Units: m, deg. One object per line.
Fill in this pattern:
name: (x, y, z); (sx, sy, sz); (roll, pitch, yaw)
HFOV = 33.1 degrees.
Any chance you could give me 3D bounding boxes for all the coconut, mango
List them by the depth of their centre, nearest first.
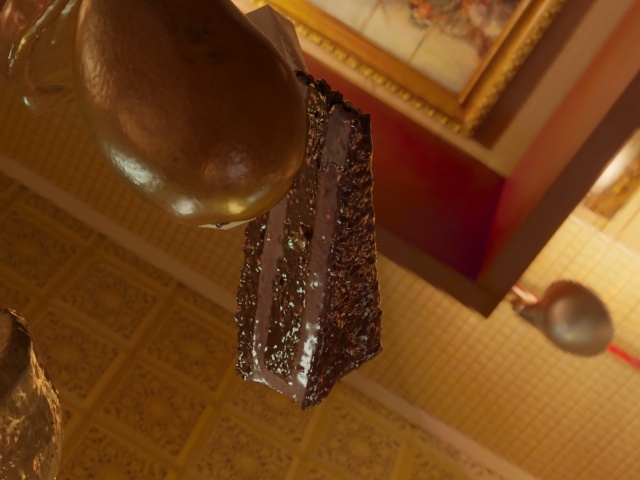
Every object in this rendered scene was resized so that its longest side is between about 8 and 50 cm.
mango: (-0.103, -0.108, 0.782); (0.221, 0.151, 0.120); (48, -165, 13)
coconut: (-0.422, 0.208, 1.147); (0.297, 0.255, 0.297); (1, -144, -1)

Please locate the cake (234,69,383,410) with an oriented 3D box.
cake: (0.000, 0.000, 0.927); (0.112, 0.295, 0.116); (-21, -141, -37)

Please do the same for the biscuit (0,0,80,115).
biscuit: (-0.202, -0.286, 1.226); (0.385, 0.365, 0.062); (-42, -93, -17)

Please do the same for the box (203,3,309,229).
box: (-0.103, -0.165, 1.491); (0.111, 0.194, 0.261); (14, -121, -71)
